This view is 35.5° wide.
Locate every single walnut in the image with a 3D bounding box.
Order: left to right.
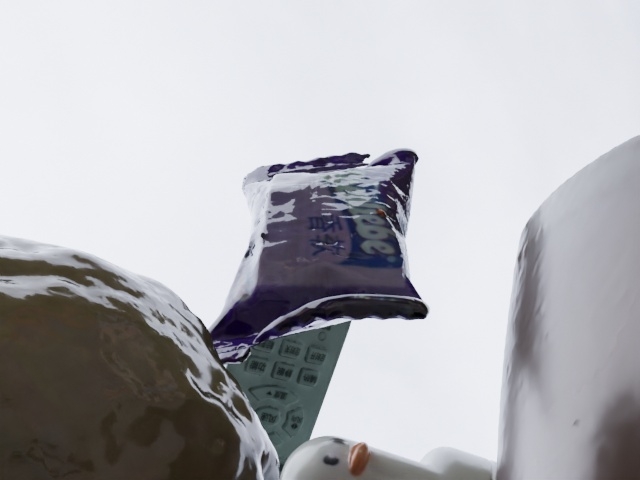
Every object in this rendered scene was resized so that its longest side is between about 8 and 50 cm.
[{"bbox_3d":[-0.141,0.115,0.385,0.248,0.248,0.248,14,-109,-47],"label":"walnut"}]

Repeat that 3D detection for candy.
[{"bbox_3d":[0.000,0.000,0.691,0.275,0.145,0.070,-83,-15,-62],"label":"candy"}]

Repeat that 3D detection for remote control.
[{"bbox_3d":[-0.059,0.157,0.850,0.103,0.051,0.293,18,-90,-32],"label":"remote control"}]

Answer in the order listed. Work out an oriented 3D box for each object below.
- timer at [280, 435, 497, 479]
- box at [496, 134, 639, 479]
[{"bbox_3d":[0.070,0.262,0.741,0.233,0.240,0.234,19,-90,-84],"label":"timer"},{"bbox_3d":[0.201,0.108,0.380,0.301,0.301,0.216,30,-112,-42],"label":"box"}]
